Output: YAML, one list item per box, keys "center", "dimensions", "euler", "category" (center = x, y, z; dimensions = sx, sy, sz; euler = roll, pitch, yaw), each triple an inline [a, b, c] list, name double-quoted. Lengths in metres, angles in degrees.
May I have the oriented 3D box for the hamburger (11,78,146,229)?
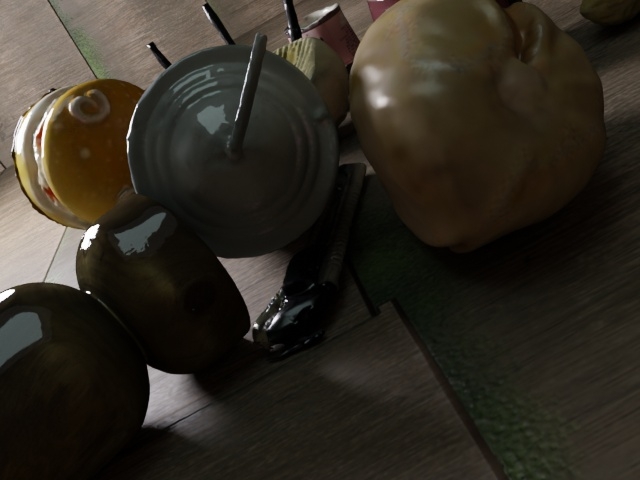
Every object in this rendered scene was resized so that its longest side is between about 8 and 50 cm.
- center: [-0.360, -0.156, 1.253]
  dimensions: [0.186, 0.261, 0.302]
  euler: [-2, 13, 39]
  category: "hamburger"

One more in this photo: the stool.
- center: [-0.217, 0.105, 0.641]
  dimensions: [0.264, 0.179, 0.179]
  euler: [-43, 27, -27]
  category: "stool"

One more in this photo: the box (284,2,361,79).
- center: [0.009, -0.387, 1.424]
  dimensions: [0.151, 0.135, 0.151]
  euler: [-25, 25, 13]
  category: "box"

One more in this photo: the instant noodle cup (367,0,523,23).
- center: [0.180, -0.288, 0.975]
  dimensions: [0.234, 0.178, 0.235]
  euler: [-23, 23, 10]
  category: "instant noodle cup"

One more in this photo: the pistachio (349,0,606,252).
- center: [0.131, -0.111, 0.653]
  dimensions: [0.230, 0.230, 0.309]
  euler: [-29, 19, 1]
  category: "pistachio"

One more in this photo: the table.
- center: [-0.143, -0.294, 1.263]
  dimensions: [0.317, 0.249, 0.317]
  euler: [-24, 24, 12]
  category: "table"

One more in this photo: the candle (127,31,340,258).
- center: [-0.094, -0.093, 0.776]
  dimensions: [0.221, 0.221, 0.342]
  euler: [-30, 9, 0]
  category: "candle"

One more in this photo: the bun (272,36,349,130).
- center: [-0.035, -0.216, 1.116]
  dimensions: [0.178, 0.128, 0.193]
  euler: [-6, 56, 37]
  category: "bun"

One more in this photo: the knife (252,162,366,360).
- center: [-0.002, -0.005, 0.788]
  dimensions: [0.089, 0.043, 0.365]
  euler: [-17, 26, 21]
  category: "knife"

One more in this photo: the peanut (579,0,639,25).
- center: [0.433, -0.360, 0.939]
  dimensions: [0.229, 0.098, 0.103]
  euler: [-33, -3, -1]
  category: "peanut"
